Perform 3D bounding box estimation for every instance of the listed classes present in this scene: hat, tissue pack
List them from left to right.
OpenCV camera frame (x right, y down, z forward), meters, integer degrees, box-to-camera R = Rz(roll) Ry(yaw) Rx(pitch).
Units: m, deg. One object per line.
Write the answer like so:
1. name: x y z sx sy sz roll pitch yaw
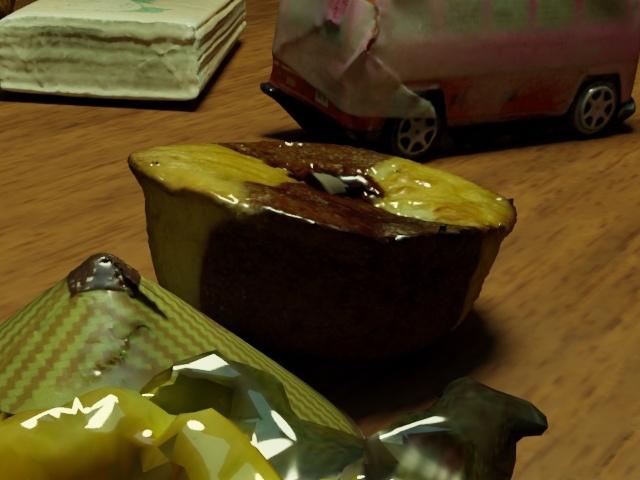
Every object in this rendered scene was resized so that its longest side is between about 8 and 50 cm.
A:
1. hat: -0.077 0.044 0.437 0.193 0.082 0.193 1 19 0
2. tissue pack: -0.168 -0.192 1.126 0.170 0.071 0.325 1 18 2

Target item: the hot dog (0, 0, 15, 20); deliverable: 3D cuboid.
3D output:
1. hot dog: -0.423 -0.208 0.980 0.267 0.174 0.387 14 23 36

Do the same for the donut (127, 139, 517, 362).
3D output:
1. donut: 0.000 0.000 0.565 0.166 0.073 0.184 13 15 20

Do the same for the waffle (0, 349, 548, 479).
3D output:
1. waffle: -0.088 0.120 0.201 0.382 0.095 0.379 7 20 4

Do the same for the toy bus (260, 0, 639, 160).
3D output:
1. toy bus: 0.113 -0.146 0.931 0.303 0.147 0.127 -10 28 -31
